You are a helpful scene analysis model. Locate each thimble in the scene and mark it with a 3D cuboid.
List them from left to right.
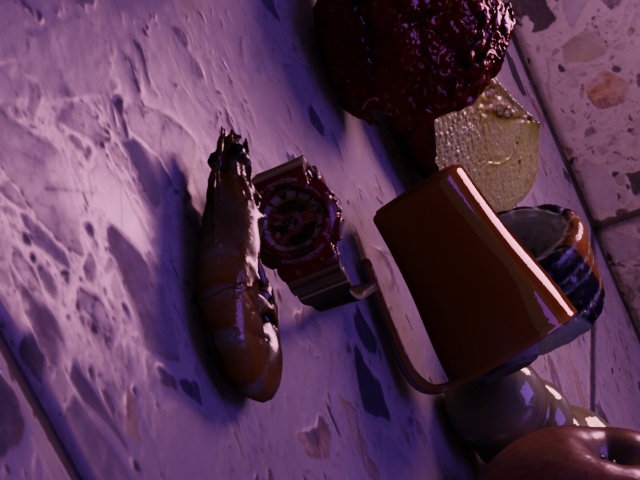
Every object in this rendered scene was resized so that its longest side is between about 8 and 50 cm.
[{"bbox_3d":[0.286,0.057,2.339,0.237,0.237,0.150,-77,147,-60],"label":"thimble"}]

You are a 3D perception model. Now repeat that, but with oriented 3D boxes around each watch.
[{"bbox_3d":[-0.003,-0.005,1.756,0.268,0.102,0.165,-3,72,-80],"label":"watch"}]

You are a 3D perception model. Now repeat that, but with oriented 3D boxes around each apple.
[{"bbox_3d":[0.202,-0.180,2.401,0.346,0.179,0.254,39,22,-49],"label":"apple"},{"bbox_3d":[0.335,0.355,1.967,0.345,0.269,0.345,26,21,-11],"label":"apple"}]

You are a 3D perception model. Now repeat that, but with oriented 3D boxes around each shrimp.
[{"bbox_3d":[-0.070,0.024,1.542,0.152,0.063,0.287,52,28,-49],"label":"shrimp"}]

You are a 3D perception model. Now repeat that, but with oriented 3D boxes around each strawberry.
[{"bbox_3d":[0.119,-0.284,2.134,0.220,0.274,0.274,93,-16,-72],"label":"strawberry"}]

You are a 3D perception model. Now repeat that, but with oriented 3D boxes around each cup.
[{"bbox_3d":[0.166,0.058,2.001,0.264,0.226,0.182,58,-16,3],"label":"cup"}]

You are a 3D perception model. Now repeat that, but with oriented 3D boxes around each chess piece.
[{"bbox_3d":[0.284,0.263,2.191,0.330,0.182,0.182,43,32,-46],"label":"chess piece"}]
